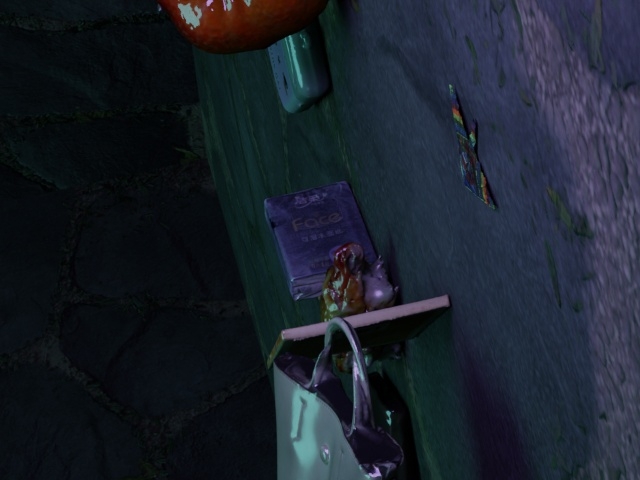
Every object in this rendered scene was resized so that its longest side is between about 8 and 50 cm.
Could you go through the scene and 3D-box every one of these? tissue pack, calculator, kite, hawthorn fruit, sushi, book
[{"bbox_3d":[0.000,0.000,1.875,0.156,0.112,0.051,-111,11,-46],"label":"tissue pack"},{"bbox_3d":[-0.031,-0.243,1.969,0.246,0.045,0.141,173,84,-82],"label":"calculator"},{"bbox_3d":[0.123,-0.068,1.242,0.090,0.004,0.122,89,166,-58],"label":"kite"},{"bbox_3d":[-0.073,-0.309,1.673,0.243,0.207,0.207,-29,-72,-68],"label":"hawthorn fruit"},{"bbox_3d":[0.046,0.090,1.775,0.226,0.103,0.097,82,-161,-49],"label":"sushi"},{"bbox_3d":[0.034,0.096,1.566,0.241,0.170,0.018,118,139,-78],"label":"book"}]

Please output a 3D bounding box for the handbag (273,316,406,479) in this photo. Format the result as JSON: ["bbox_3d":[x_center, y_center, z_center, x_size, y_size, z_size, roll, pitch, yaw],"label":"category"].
[{"bbox_3d":[0.010,0.222,1.391,0.241,0.109,0.315,-139,37,-58],"label":"handbag"}]

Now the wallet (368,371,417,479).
[{"bbox_3d":[0.100,0.329,1.970,0.165,0.042,0.309,-128,26,-69],"label":"wallet"}]

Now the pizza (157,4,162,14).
[{"bbox_3d":[-0.127,-0.516,1.751,0.392,0.080,0.434,133,141,-75],"label":"pizza"}]
